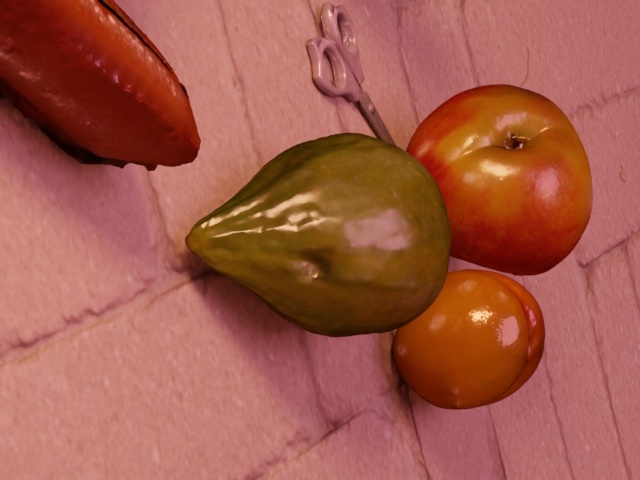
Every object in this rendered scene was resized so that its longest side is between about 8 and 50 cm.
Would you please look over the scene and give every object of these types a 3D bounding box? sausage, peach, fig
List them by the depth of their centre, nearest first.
[{"bbox_3d":[-0.188,-0.145,1.269,0.330,0.102,0.102,43,43,-47],"label":"sausage"},{"bbox_3d":[0.015,-0.007,1.535,0.233,0.167,0.167,11,70,-69],"label":"fig"},{"bbox_3d":[0.136,0.088,1.753,0.138,0.138,0.138,32,52,-54],"label":"peach"},{"bbox_3d":[0.161,-0.046,1.811,0.192,0.190,0.190,97,3,-53],"label":"peach"}]

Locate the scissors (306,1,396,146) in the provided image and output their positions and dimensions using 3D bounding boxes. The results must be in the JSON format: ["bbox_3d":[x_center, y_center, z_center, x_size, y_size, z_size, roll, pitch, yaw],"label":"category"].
[{"bbox_3d":[0.038,-0.131,1.783,0.189,0.015,0.100,58,35,-38],"label":"scissors"}]
